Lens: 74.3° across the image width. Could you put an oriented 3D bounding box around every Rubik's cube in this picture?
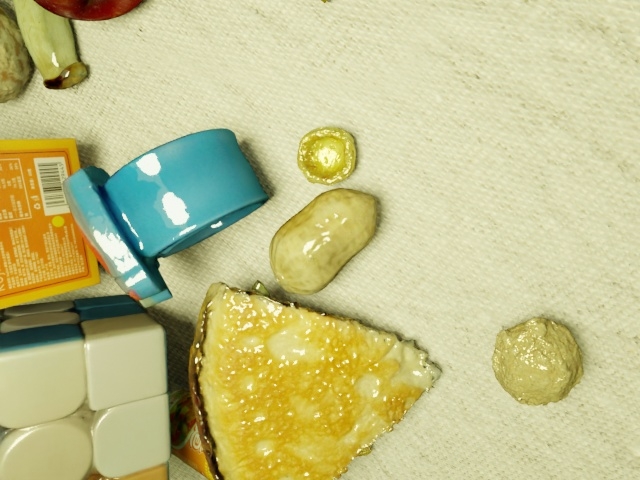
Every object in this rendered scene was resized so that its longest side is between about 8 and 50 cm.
[{"bbox_3d":[-0.468,0.297,0.716,0.347,0.347,0.344,6,98,56],"label":"Rubik's cube"}]

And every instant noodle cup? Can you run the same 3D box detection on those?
[{"bbox_3d":[-0.234,0.386,0.855,0.185,0.168,0.168,11,106,24],"label":"instant noodle cup"}]

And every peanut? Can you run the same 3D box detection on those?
[{"bbox_3d":[0.000,0.000,0.693,0.129,0.129,0.224,44,111,4],"label":"peanut"}]

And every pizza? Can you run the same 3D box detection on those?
[{"bbox_3d":[-0.075,0.242,0.717,0.435,0.080,0.392,-45,96,-3],"label":"pizza"}]

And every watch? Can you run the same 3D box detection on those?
[{"bbox_3d":[-0.234,-0.052,0.722,0.275,0.305,0.241,-30,96,-8],"label":"watch"}]

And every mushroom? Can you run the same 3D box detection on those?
[{"bbox_3d":[-0.531,-0.438,0.796,0.100,0.081,0.312,-14,96,20],"label":"mushroom"}]

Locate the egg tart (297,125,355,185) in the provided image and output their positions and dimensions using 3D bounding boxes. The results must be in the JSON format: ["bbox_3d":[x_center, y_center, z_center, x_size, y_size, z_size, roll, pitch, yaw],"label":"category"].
[{"bbox_3d":[0.012,-0.141,0.703,0.105,0.039,0.105,4,104,18],"label":"egg tart"}]

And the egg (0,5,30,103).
[{"bbox_3d":[-0.663,-0.363,0.776,0.204,0.245,0.203,2,68,-4],"label":"egg"}]

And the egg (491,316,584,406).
[{"bbox_3d":[0.323,0.179,0.633,0.118,0.116,0.140,11,108,-14],"label":"egg"}]

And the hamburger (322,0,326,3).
[{"bbox_3d":[-0.006,-0.452,0.608,0.164,0.093,0.189,32,112,9],"label":"hamburger"}]

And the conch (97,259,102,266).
[{"bbox_3d":[-0.454,-0.004,0.872,0.200,0.080,0.095,50,117,15],"label":"conch"}]

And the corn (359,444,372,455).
[{"bbox_3d":[0.057,0.403,0.816,0.092,0.037,0.037,-29,92,21],"label":"corn"}]

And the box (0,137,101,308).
[{"bbox_3d":[-0.592,-0.042,0.797,0.260,0.214,0.283,6,105,39],"label":"box"}]

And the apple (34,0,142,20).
[{"bbox_3d":[-0.377,-0.466,0.663,0.218,0.218,0.201,-23,94,22],"label":"apple"}]
